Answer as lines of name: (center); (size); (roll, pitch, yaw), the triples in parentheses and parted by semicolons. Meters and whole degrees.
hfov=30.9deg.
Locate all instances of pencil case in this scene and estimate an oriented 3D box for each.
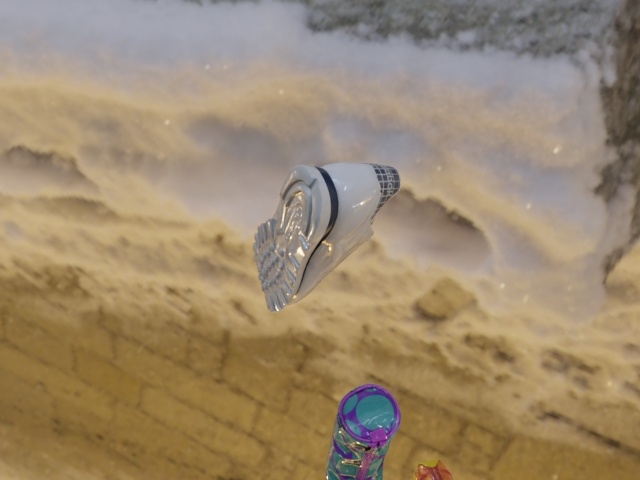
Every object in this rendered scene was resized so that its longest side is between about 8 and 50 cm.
pencil case: (0.041, 0.212, 1.197); (0.064, 0.070, 0.152); (-2, 144, -7)

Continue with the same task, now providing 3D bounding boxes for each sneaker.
sneaker: (0.134, 0.315, 1.401); (0.064, 0.067, 0.175); (-8, 147, -13)
sneaker: (0.000, 0.000, 1.121); (0.090, 0.094, 0.235); (68, 153, 16)
